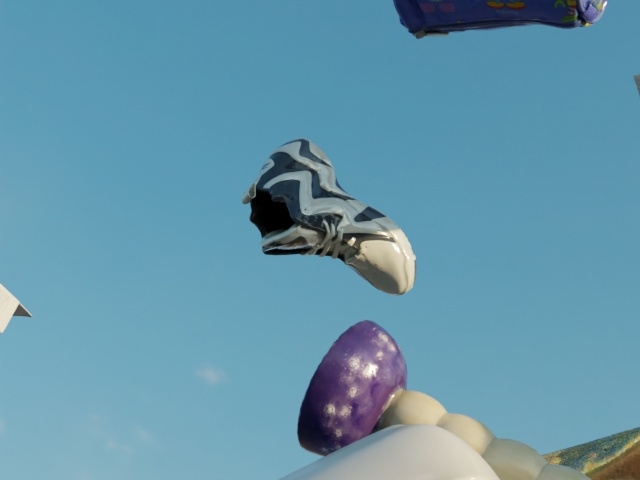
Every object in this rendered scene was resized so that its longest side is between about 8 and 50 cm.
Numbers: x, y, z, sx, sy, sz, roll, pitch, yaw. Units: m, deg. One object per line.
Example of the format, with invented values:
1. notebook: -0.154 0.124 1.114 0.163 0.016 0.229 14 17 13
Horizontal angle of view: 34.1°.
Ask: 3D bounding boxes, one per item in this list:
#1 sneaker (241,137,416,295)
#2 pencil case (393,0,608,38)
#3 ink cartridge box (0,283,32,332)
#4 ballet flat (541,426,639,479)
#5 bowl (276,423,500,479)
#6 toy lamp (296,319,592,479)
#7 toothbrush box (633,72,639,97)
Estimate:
1. sneaker: 0.000 0.000 1.235 0.235 0.153 0.094 52 -44 -5
2. pencil case: 0.238 -0.341 1.416 0.306 0.133 0.119 5 -5 34
3. ink cartridge box: -0.250 0.040 0.738 0.048 0.028 0.083 1 -37 32
4. ballet flat: 0.236 0.180 0.750 0.348 0.123 0.123 -17 -36 -5
5. bowl: 0.016 0.137 0.440 0.142 0.053 0.142 -27 -45 0
6. toy lamp: 0.121 0.118 0.444 0.274 0.080 0.080 26 -28 25
7. toothbrush box: 0.632 -0.186 1.492 0.295 0.216 0.126 -17 -2 33
